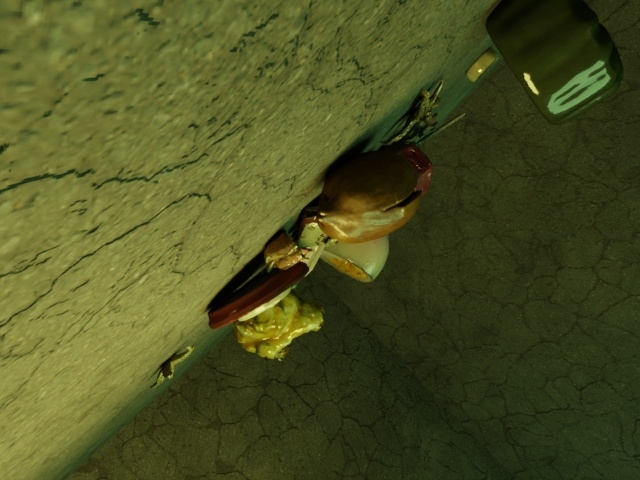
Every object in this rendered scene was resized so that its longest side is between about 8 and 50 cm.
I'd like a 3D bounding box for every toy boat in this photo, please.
[{"bbox_3d":[0.331,-0.383,1.440,0.084,0.066,0.210,-30,-177,-23],"label":"toy boat"}]

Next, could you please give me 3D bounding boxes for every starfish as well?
[{"bbox_3d":[0.253,-0.333,1.127,0.138,0.050,0.247,-40,172,-36],"label":"starfish"},{"bbox_3d":[-0.485,0.413,1.372,0.208,0.053,0.176,-43,179,36],"label":"starfish"}]

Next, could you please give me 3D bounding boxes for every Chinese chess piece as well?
[{"bbox_3d":[0.582,-0.630,1.473,0.122,0.051,0.122,-46,178,-2],"label":"Chinese chess piece"}]

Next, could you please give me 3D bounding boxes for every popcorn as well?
[{"bbox_3d":[-0.179,0.239,1.445,0.321,0.290,0.326,12,-95,53],"label":"popcorn"}]

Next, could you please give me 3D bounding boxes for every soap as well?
[{"bbox_3d":[0.248,-0.192,1.401,0.127,0.220,0.325,-48,-179,-35],"label":"soap"}]

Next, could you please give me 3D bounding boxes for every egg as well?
[{"bbox_3d":[0.188,-0.011,2.049,0.340,0.354,0.354,-61,-179,-13],"label":"egg"}]

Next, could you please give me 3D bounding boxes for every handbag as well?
[{"bbox_3d":[0.021,-0.051,1.165,0.213,0.127,0.235,-13,164,-19],"label":"handbag"}]

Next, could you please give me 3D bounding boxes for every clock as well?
[{"bbox_3d":[-0.169,0.154,1.148,0.318,0.080,0.318,-31,-176,2],"label":"clock"}]

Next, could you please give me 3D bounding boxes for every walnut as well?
[{"bbox_3d":[0.098,-0.095,0.945,0.336,0.209,0.209,-24,163,-45],"label":"walnut"}]

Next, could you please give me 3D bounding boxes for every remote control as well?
[{"bbox_3d":[0.000,0.000,1.523,0.277,0.055,0.103,-62,-176,-22],"label":"remote control"}]

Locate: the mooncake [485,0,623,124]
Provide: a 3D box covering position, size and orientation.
[{"bbox_3d":[0.543,-0.448,0.953,0.187,0.351,0.351,-33,-176,32],"label":"mooncake"}]

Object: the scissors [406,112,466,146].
[{"bbox_3d":[0.369,-0.360,1.494,0.360,0.029,0.191,-29,-165,13],"label":"scissors"}]

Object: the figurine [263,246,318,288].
[{"bbox_3d":[-0.098,0.071,1.341,0.102,0.111,0.195,14,105,-52],"label":"figurine"}]

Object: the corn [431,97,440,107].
[{"bbox_3d":[0.366,-0.445,1.322,0.083,0.027,0.028,-39,157,-43],"label":"corn"}]

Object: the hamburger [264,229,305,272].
[{"bbox_3d":[-0.104,0.029,1.048,0.102,0.087,0.176,-27,-173,-4],"label":"hamburger"}]
